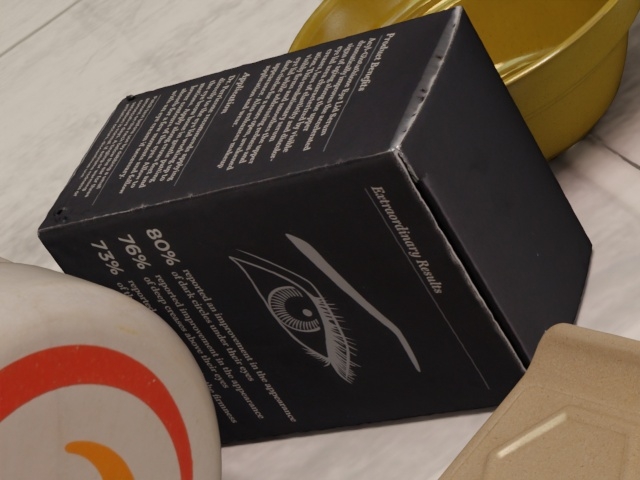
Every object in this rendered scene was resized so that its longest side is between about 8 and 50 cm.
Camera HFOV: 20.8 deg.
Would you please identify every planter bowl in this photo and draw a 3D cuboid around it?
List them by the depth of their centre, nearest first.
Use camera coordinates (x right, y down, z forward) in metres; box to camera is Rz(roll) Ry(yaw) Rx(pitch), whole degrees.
[{"bbox_3d":[0.093,-0.097,0.933,0.217,0.090,0.217,-23,31,15],"label":"planter bowl"}]

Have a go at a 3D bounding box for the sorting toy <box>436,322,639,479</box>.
[{"bbox_3d":[0.101,0.132,0.655,0.193,0.038,0.208,12,57,51],"label":"sorting toy"}]

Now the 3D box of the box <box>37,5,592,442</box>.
[{"bbox_3d":[0.000,0.000,0.822,0.207,0.153,0.108,-11,36,32],"label":"box"}]

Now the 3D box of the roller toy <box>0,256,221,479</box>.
[{"bbox_3d":[-0.153,0.104,0.774,0.146,0.209,0.191,13,46,47],"label":"roller toy"}]
